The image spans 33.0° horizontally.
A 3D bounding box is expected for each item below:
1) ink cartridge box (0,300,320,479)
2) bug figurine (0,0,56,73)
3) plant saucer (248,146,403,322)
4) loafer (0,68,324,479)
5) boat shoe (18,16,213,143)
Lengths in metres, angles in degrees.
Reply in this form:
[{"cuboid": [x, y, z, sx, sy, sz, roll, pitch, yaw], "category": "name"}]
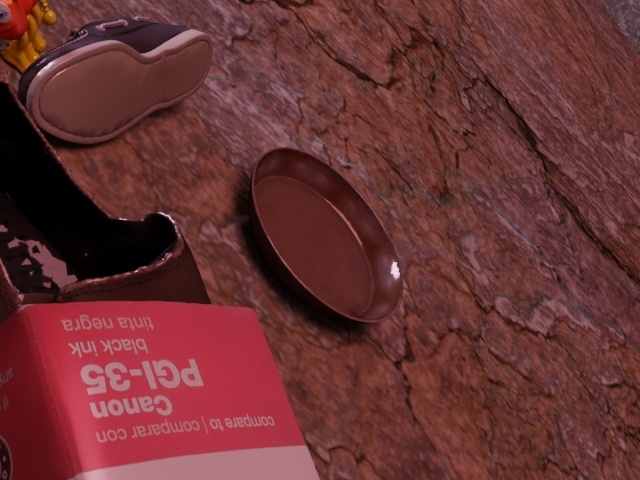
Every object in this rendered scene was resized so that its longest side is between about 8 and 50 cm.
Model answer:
[{"cuboid": [-0.076, 0.194, 0.399, 0.117, 0.207, 0.283, 7, 52, -48], "category": "ink cartridge box"}, {"cuboid": [-0.278, -0.246, 0.724, 0.279, 0.072, 0.216, 35, 34, -26], "category": "bug figurine"}, {"cuboid": [0.000, 0.000, 0.883, 0.168, 0.029, 0.168, 34, 34, -27], "category": "plant saucer"}, {"cuboid": [-0.114, 0.057, 0.568, 0.366, 0.130, 0.134, 46, 31, -11], "category": "loafer"}, {"cuboid": [-0.157, -0.123, 0.784, 0.065, 0.075, 0.206, 25, 27, 18], "category": "boat shoe"}]
